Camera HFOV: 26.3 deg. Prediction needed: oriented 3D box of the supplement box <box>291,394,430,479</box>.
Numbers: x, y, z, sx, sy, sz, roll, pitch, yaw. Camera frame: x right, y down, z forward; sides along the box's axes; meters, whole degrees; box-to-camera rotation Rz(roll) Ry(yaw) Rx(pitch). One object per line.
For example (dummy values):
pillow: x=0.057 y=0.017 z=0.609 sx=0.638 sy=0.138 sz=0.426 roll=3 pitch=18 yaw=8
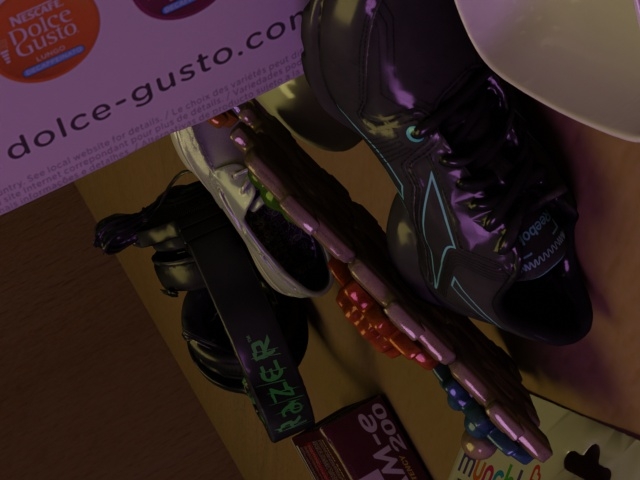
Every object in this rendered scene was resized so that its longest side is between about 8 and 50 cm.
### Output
supplement box: x=0.043 y=0.236 z=1.405 sx=0.130 sy=0.073 sz=0.239 roll=60 pitch=168 yaw=4

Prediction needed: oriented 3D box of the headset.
headset: x=-0.122 y=0.051 z=1.405 sx=0.394 sy=0.185 sz=0.243 roll=-120 pitch=9 yaw=-55

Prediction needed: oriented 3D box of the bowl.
bowl: x=0.091 y=-0.116 z=0.496 sx=0.142 sy=0.053 sz=0.142 roll=40 pitch=155 yaw=58

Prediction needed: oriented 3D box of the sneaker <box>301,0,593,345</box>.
sneaker: x=0.076 y=-0.045 z=0.659 sx=0.106 sy=0.101 sz=0.267 roll=38 pitch=164 yaw=39

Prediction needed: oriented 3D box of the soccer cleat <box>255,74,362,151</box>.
soccer cleat: x=-0.095 y=-0.170 z=0.913 sx=0.331 sy=0.143 sz=0.116 roll=56 pitch=167 yaw=22

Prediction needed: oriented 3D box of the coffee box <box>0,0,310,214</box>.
coffee box: x=-0.179 y=-0.253 z=0.618 sx=0.338 sy=0.338 sz=0.334 roll=53 pitch=164 yaw=37

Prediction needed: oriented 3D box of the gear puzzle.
gear puzzle: x=0.000 y=0.000 z=0.795 sx=0.339 sy=0.044 sz=0.175 roll=45 pitch=-170 yaw=-10

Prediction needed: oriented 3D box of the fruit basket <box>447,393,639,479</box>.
fruit basket: x=0.084 y=0.264 z=0.791 sx=0.165 sy=0.353 sz=0.327 roll=18 pitch=180 yaw=-17

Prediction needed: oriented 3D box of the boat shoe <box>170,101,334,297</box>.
boat shoe: x=-0.051 y=-0.047 z=1.188 sx=0.227 sy=0.079 sz=0.081 roll=60 pitch=162 yaw=-19
